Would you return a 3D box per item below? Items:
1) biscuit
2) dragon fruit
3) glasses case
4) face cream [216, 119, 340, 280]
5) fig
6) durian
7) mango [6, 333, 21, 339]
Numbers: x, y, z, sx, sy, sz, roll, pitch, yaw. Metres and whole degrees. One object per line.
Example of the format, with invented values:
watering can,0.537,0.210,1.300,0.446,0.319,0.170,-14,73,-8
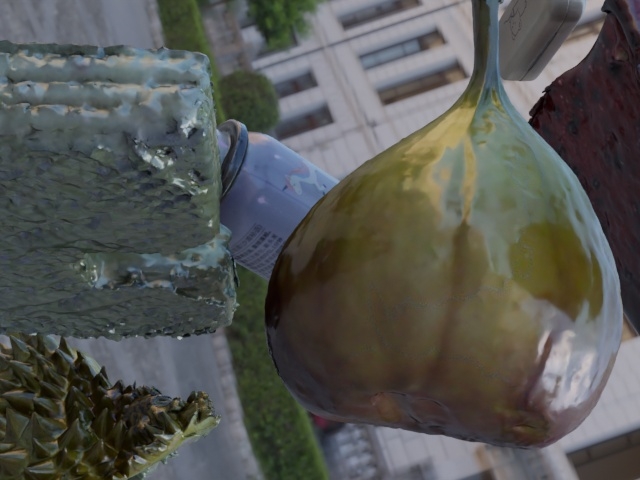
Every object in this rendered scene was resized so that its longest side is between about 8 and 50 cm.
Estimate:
biscuit,-0.110,-0.008,0.472,0.250,0.147,0.046,100,-8,-68
dragon fruit,0.361,-0.098,1.041,0.286,0.228,0.329,58,-21,28
glasses case,0.248,-0.251,1.225,0.196,0.050,0.083,113,-24,-69
face cream,0.000,0.000,0.639,0.229,0.075,0.075,31,18,-26
fig,0.062,-0.012,0.472,0.143,0.160,0.231,-57,158,-61
durian,-0.196,0.164,0.836,0.306,0.166,0.172,-24,-137,52
mango,-0.314,0.025,1.070,0.136,0.099,0.227,52,-2,-29
